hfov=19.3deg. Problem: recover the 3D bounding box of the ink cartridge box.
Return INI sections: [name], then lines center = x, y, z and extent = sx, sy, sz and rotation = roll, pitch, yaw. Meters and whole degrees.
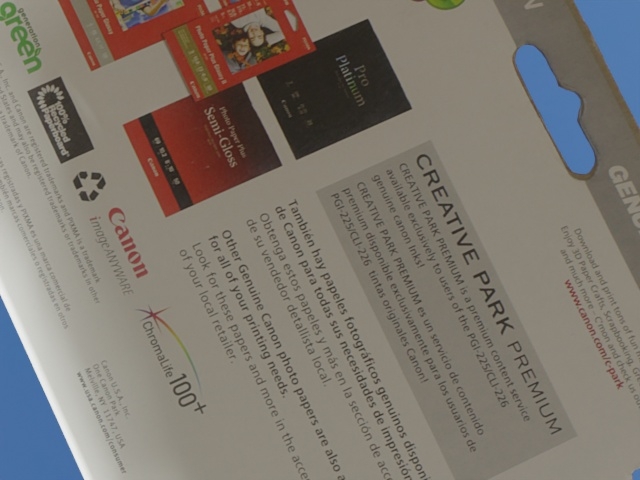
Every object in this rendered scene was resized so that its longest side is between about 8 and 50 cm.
[ink cartridge box]
center = 0.000, 0.000, 0.825
extent = 0.272, 0.130, 0.309
rotation = -24, -98, -7
